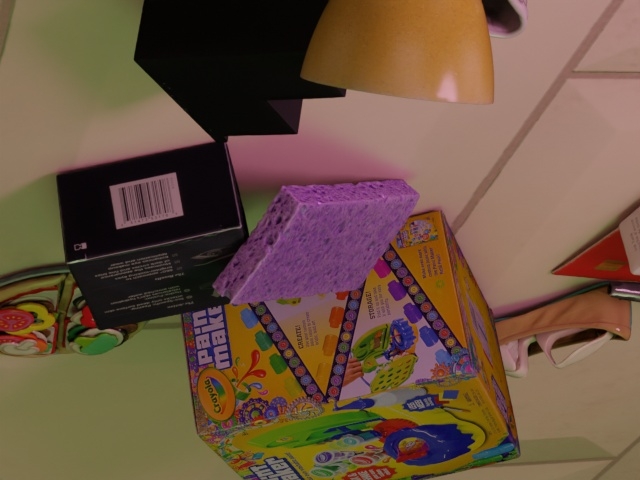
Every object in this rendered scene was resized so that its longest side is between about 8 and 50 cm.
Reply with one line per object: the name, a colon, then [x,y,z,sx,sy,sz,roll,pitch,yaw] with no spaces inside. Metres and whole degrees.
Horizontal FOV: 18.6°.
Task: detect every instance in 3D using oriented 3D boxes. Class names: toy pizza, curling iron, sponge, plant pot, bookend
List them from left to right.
toy pizza: [-0.260,0.081,1.951,0.201,0.032,0.201,-9,155,-4]
bookend: [-0.035,-0.138,1.484,0.157,0.072,0.156,0,159,23]
sponge: [0.000,0.000,1.759,0.210,0.031,0.117,-5,134,-57]
plant pot: [0.058,-0.150,1.331,0.134,0.095,0.134,7,-172,-1]
curling iron: [0.431,0.067,2.097,0.274,0.035,0.068,4,176,-21]

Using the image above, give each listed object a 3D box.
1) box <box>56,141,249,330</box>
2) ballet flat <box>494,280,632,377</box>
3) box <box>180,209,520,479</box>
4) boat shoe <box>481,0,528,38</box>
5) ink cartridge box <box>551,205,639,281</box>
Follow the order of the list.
box: [-0.144,-0.002,1.752,0.156,0.093,0.158,-11,154,0]
ballet flat: [0.234,0.112,2.158,0.232,0.073,0.080,-21,154,22]
box: [0.035,0.132,2.006,0.279,0.177,0.290,-14,154,10]
boat shoe: [0.068,-0.213,1.404,0.258,0.084,0.095,14,146,-42]
ink cartridge box: [0.435,0.014,2.041,0.296,0.066,0.261,5,150,-29]
